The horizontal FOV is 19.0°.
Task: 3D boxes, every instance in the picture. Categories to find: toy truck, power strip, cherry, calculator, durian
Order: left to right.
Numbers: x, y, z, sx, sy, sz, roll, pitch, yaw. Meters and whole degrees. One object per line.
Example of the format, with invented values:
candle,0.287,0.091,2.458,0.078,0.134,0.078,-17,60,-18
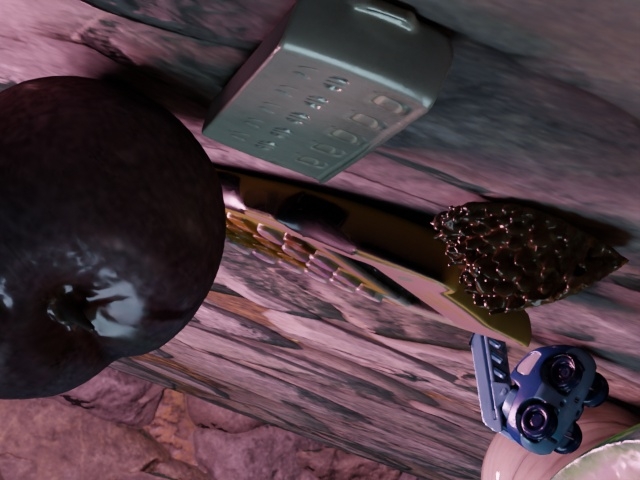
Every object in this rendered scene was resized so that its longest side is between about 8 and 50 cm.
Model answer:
cherry,-0.128,-0.009,0.918,0.176,0.176,0.140,11,144,41
power strip,-0.005,-0.056,0.775,0.060,0.027,0.252,21,170,-8
calculator,0.000,0.000,1.071,0.236,0.033,0.157,16,171,31
durian,0.093,0.000,0.909,0.066,0.052,0.130,-19,-167,-27
toy truck,0.130,0.091,1.216,0.090,0.073,0.056,29,178,36

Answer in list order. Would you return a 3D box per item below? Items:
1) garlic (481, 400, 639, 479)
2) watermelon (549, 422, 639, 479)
garlic,0.245,0.216,1.370,0.253,0.245,0.245,-17,177,-12
watermelon,0.317,0.160,0.908,0.292,0.319,0.222,-16,146,-19
